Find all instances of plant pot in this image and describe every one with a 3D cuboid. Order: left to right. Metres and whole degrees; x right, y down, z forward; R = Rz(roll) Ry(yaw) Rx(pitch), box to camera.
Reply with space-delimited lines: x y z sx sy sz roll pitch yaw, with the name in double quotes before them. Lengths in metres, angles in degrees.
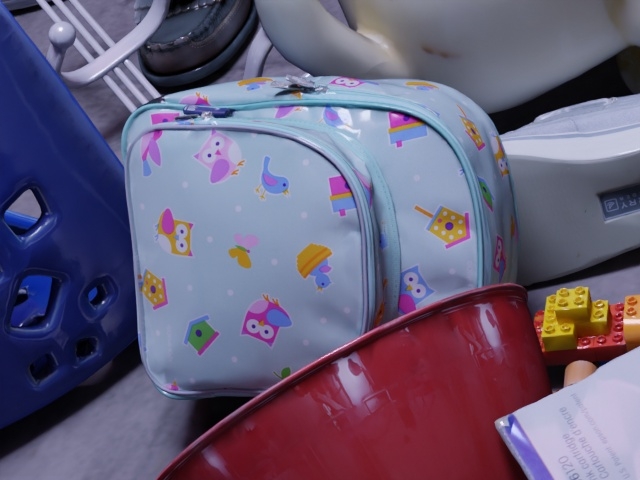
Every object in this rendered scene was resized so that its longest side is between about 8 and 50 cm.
"plant pot" -0.254 -0.001 0.899 0.236 0.236 0.212 14 56 42

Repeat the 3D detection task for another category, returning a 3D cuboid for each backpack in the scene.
"backpack" 0.000 0.000 0.808 0.188 0.166 0.144 -2 7 14

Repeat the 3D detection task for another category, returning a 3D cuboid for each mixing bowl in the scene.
"mixing bowl" 0.031 0.105 0.675 0.181 0.181 0.098 -27 73 -11

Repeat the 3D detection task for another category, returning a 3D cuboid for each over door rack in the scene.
"over door rack" -0.050 -0.206 1.129 0.324 0.108 0.239 -31 59 -17

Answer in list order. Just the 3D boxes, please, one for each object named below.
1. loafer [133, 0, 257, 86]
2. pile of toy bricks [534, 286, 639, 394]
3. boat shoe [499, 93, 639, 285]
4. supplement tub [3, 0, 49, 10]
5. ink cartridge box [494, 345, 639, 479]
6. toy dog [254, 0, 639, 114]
"loafer" -0.096 -0.216 1.259 0.096 0.084 0.267 -9 34 16
"pile of toy bricks" 0.190 0.026 0.734 0.212 0.105 0.118 -8 35 19
"boat shoe" 0.143 -0.034 0.886 0.227 0.079 0.081 -11 21 8
"supplement tub" -0.284 -0.367 1.367 0.193 0.316 0.193 -13 34 9
"ink cartridge box" 0.248 0.071 0.624 0.332 0.065 0.165 -24 58 -9
"toy dog" 0.123 -0.297 0.883 0.395 0.408 0.284 -15 38 -17
